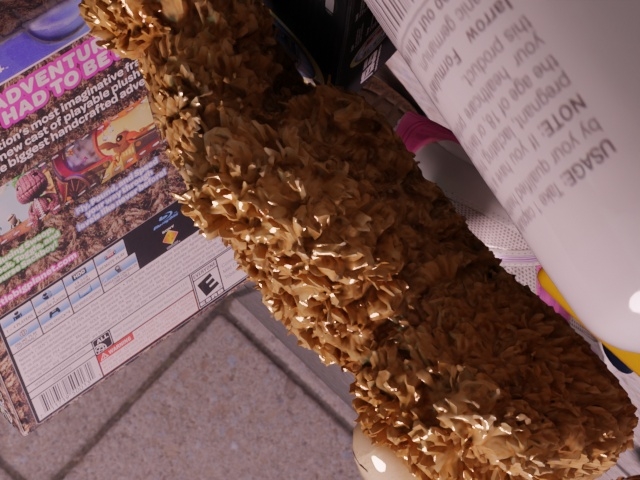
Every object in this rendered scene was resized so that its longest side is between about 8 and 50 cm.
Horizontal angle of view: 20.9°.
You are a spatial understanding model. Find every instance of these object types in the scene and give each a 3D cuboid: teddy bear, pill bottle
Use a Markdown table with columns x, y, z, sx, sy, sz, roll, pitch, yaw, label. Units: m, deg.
| x | y | z | sx | sy | sz | roll | pitch | yaw | label |
| --- | --- | --- | --- | --- | --- | --- | --- | --- | --- |
| 0.000 | 0.000 | 0.824 | 0.338 | 0.113 | 0.245 | 50 | 176 | 1 | teddy bear |
| 0.097 | -0.045 | 0.415 | 0.229 | 0.131 | 0.131 | 57 | 174 | 9 | pill bottle |

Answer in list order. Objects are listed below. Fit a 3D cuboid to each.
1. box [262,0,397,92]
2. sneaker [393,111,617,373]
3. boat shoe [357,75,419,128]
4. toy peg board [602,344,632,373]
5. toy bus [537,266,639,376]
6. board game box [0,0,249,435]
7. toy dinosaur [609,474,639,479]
| x | y | z | sx | sy | sz | roll | pitch | yaw | label |
| --- | --- | --- | --- | --- | --- | --- | --- | --- | --- |
| -0.049 | -0.180 | 0.826 | 0.216 | 0.060 | 0.270 | 43 | 172 | 5 | box |
| 0.098 | 0.030 | 1.000 | 0.103 | 0.111 | 0.252 | 33 | 167 | 50 | sneaker |
| 0.038 | -0.047 | 1.079 | 0.190 | 0.068 | 0.072 | 50 | -179 | -39 | boat shoe |
| 0.151 | 0.022 | 0.685 | 0.161 | 0.079 | 0.160 | 34 | 149 | 49 | toy peg board |
| 0.183 | 0.025 | 0.524 | 0.333 | 0.130 | 0.108 | 42 | 171 | 7 | toy bus |
| -0.167 | -0.065 | 1.105 | 0.141 | 0.232 | 0.291 | 37 | 151 | 37 | board game box |
| 0.331 | 0.311 | 1.355 | 0.322 | 0.164 | 0.218 | 27 | -167 | -23 | toy dinosaur |
